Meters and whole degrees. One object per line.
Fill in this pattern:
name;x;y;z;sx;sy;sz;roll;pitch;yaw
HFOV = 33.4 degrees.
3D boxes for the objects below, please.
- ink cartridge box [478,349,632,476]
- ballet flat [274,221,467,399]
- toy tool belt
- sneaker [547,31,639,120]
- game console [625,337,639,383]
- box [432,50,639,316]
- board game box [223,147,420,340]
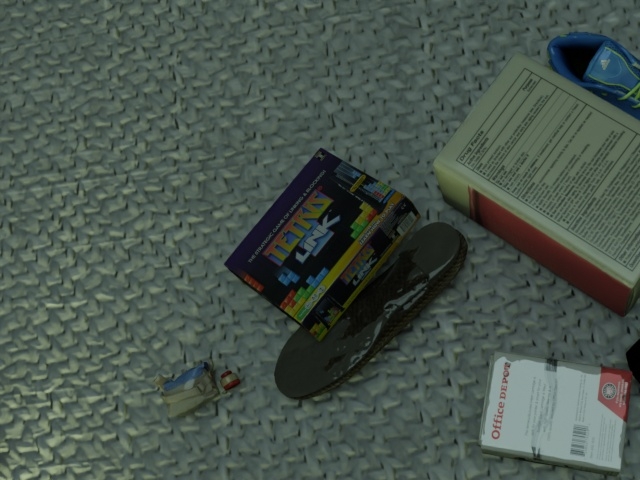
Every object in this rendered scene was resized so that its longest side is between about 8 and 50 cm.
ink cartridge box;0.229;0.169;1.046;0.135;0.056;0.099;8;74;14
ballet flat;0.057;0.079;1.117;0.250;0.058;0.084;-43;57;0
toy tool belt;-0.132;0.148;1.132;0.083;0.052;0.051;-29;77;1
sneaker;0.321;-0.137;1.078;0.240;0.126;0.091;35;103;28
game console;0.473;0.073;0.962;0.361;0.044;0.213;-46;72;21
box;0.252;-0.055;1.076;0.232;0.127;0.149;35;83;20
board game box;0.000;0.000;1.129;0.141;0.048;0.170;33;81;41
